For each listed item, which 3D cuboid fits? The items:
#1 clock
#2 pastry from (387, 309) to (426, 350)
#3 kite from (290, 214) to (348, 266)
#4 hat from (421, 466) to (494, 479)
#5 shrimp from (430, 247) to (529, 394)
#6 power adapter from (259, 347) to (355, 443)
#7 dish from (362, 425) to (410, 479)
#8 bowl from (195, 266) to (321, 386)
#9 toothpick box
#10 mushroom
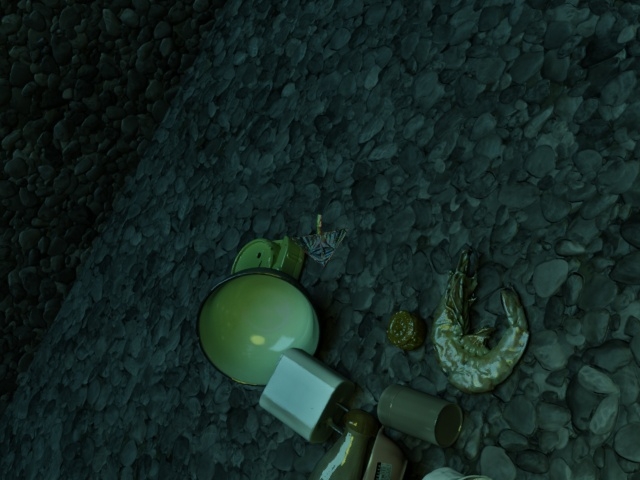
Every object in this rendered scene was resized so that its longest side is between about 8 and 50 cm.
[{"bbox_3d":[-0.194,0.100,2.458,0.308,0.096,0.235,2,71,48],"label":"clock"},{"bbox_3d":[0.222,0.232,1.983,0.097,0.057,0.109,-54,38,18],"label":"pastry"},{"bbox_3d":[0.000,0.000,2.330,0.190,0.010,0.159,-11,81,14],"label":"kite"},{"bbox_3d":[0.285,0.569,1.663,0.203,0.203,0.126,-60,21,3],"label":"hat"},{"bbox_3d":[0.375,0.185,1.837,0.247,0.085,0.360,-13,63,32],"label":"shrimp"},{"bbox_3d":[-0.012,0.425,2.045,0.255,0.124,0.187,28,92,30],"label":"power adapter"},{"bbox_3d":[0.153,0.542,1.806,0.090,0.213,0.213,18,81,10],"label":"dish"},{"bbox_3d":[-0.169,0.225,2.226,0.354,0.354,0.185,-49,8,15],"label":"bowl"},{"bbox_3d":[0.233,0.412,1.827,0.180,0.111,0.111,9,76,47],"label":"toothpick box"},{"bbox_3d":[0.040,0.585,1.919,0.128,0.128,0.350,25,89,50],"label":"mushroom"}]
